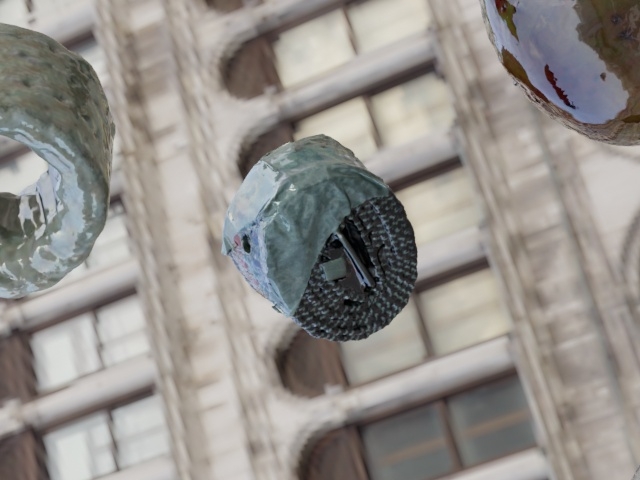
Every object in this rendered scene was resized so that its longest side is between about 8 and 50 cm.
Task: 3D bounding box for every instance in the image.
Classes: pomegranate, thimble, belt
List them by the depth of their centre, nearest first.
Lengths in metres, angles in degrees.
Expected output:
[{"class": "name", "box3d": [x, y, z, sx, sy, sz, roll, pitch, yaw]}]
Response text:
[{"class": "pomegranate", "box3d": [0.303, -0.263, 1.611, 0.290, 0.323, 0.291, 32, -170, -7]}, {"class": "thimble", "box3d": [-0.379, -0.093, 1.865, 0.291, 0.291, 0.195, 58, -167, -31]}, {"class": "belt", "box3d": [0.000, 0.000, 2.036, 0.150, 0.207, 0.257, 35, 163, 53]}]

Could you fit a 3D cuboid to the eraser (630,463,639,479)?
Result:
[{"class": "eraser", "box3d": [0.435, 0.131, 1.679, 0.352, 0.089, 0.061, -58, -26, -10]}]
